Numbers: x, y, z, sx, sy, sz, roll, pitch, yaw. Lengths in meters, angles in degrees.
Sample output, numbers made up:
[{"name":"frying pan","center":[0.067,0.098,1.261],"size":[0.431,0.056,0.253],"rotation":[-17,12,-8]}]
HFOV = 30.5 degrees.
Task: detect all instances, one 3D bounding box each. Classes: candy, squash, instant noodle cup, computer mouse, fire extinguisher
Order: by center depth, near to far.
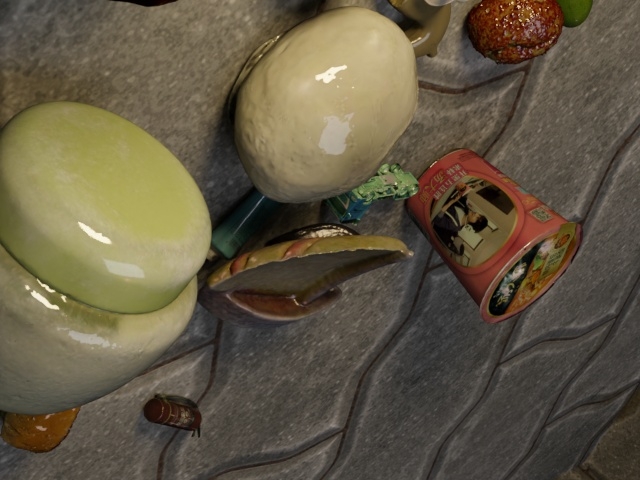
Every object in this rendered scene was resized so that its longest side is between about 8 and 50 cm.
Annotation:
[{"name":"candy","center":[0.016,-0.169,1.587],"size":[0.295,0.185,0.295],"rotation":[-24,143,-20]},{"name":"squash","center":[0.356,-0.410,1.757],"size":[0.082,0.082,0.292],"rotation":[-43,150,3]},{"name":"computer mouse","center":[0.000,0.000,1.888],"size":[0.172,0.057,0.099],"rotation":[3,168,-5]},{"name":"instant noodle cup","center":[0.286,-0.023,2.027],"size":[0.244,0.255,0.244],"rotation":[-30,150,-20]},{"name":"fire extinguisher","center":[-0.251,0.308,2.065],"size":[0.158,0.043,0.064],"rotation":[31,63,-60]}]

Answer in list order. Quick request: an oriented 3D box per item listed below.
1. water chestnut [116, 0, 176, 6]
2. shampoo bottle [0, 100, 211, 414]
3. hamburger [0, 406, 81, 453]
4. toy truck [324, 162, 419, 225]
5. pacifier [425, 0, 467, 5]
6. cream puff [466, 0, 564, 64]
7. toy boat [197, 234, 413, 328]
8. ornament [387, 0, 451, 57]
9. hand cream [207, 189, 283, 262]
[{"name":"water chestnut","center":[-0.134,-0.342,1.033],"size":[0.335,0.335,0.347],"rotation":[-38,140,-5]},{"name":"shampoo bottle","center":[-0.301,0.028,1.337],"size":[0.322,0.322,0.317],"rotation":[-2,140,-49]},{"name":"hamburger","center":[-0.424,0.259,1.748],"size":[0.102,0.087,0.176],"rotation":[1,133,-52]},{"name":"toy truck","center":[0.086,-0.077,1.921],"size":[0.175,0.067,0.081],"rotation":[-12,146,-46]},{"name":"pacifier","center":[0.176,-0.340,1.526],"size":[0.081,0.078,0.099],"rotation":[-20,141,-12]},{"name":"cream puff","center":[0.295,-0.317,1.773],"size":[0.149,0.084,0.149],"rotation":[-4,149,-2]},{"name":"toy boat","center":[-0.049,0.049,1.799],"size":[0.276,0.111,0.293],"rotation":[-2,157,-26]},{"name":"ornament","center":[0.147,-0.356,1.607],"size":[0.230,0.061,0.245],"rotation":[-48,146,15]},{"name":"hand cream","center":[-0.091,-0.051,1.774],"size":[0.224,0.048,0.083],"rotation":[-44,152,-7]}]
